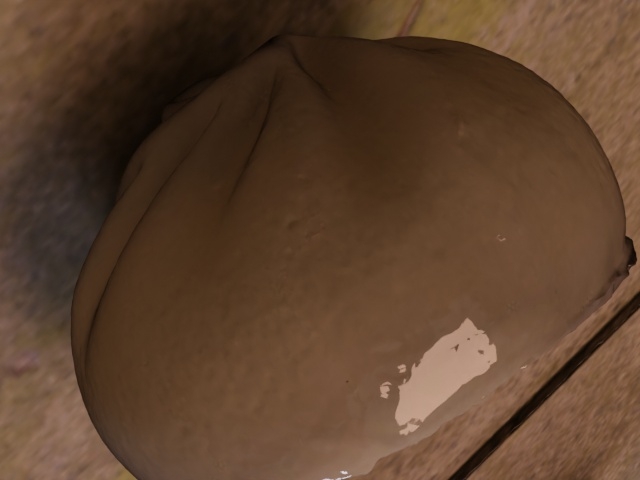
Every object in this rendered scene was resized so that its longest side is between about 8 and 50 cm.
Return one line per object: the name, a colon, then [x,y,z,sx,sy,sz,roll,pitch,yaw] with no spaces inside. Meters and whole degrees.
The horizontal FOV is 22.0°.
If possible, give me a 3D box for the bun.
bun: [0.000,0.000,0.489,0.173,0.120,0.173,-32,-178,1]
